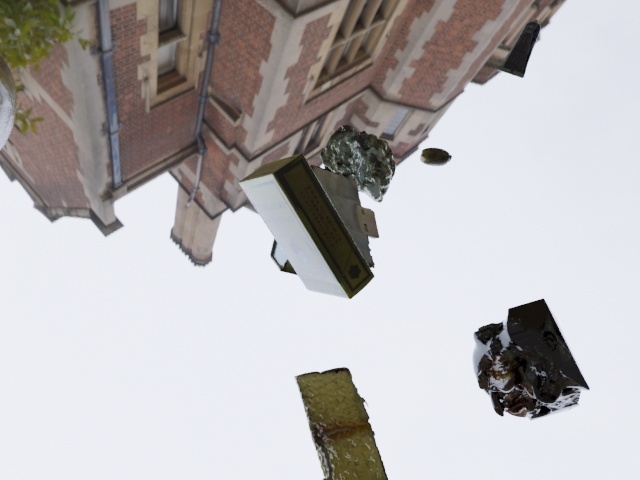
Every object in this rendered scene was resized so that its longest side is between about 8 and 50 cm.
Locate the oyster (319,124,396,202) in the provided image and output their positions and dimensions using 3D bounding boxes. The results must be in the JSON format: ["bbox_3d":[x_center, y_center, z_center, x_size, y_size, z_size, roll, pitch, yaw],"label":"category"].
[{"bbox_3d":[0.117,-0.225,1.384,0.267,0.112,0.198,34,-107,30],"label":"oyster"}]

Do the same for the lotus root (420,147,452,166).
[{"bbox_3d":[0.338,-0.243,1.413,0.099,0.054,0.049,4,-160,-7],"label":"lotus root"}]

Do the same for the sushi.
[{"bbox_3d":[0.465,0.296,1.141,0.212,0.227,0.216,-16,-121,6],"label":"sushi"}]

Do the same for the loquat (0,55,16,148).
[{"bbox_3d":[-0.537,-0.166,0.582,0.276,0.276,0.284,41,-94,4],"label":"loquat"}]

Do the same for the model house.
[{"bbox_3d":[0.000,0.000,1.055,0.178,0.206,0.271,15,-132,-30],"label":"model house"}]

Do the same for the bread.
[{"bbox_3d":[0.030,0.408,1.035,0.178,0.142,0.266,-2,-118,-31],"label":"bread"}]

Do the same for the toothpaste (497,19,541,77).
[{"bbox_3d":[0.286,-0.273,0.684,0.037,0.021,0.140,24,-120,15],"label":"toothpaste"}]

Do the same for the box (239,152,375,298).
[{"bbox_3d":[-0.023,-0.018,0.747,0.064,0.141,0.220,-41,-70,-23],"label":"box"}]
